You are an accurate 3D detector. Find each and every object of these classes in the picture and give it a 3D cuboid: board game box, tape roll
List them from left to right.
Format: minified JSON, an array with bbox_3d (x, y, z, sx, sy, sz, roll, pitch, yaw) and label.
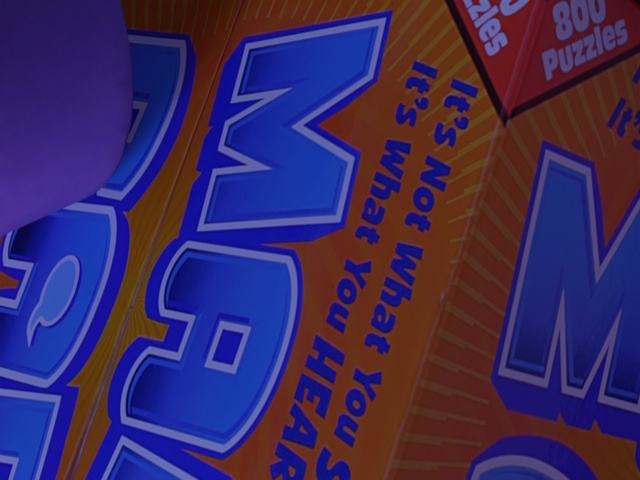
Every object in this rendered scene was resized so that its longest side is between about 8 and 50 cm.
[{"bbox_3d":[-0.175,-0.091,0.736,0.189,0.189,0.080,8,-152,45],"label":"tape roll"},{"bbox_3d":[0.033,0.093,0.837,0.356,0.356,0.356,8,164,47],"label":"board game box"}]
